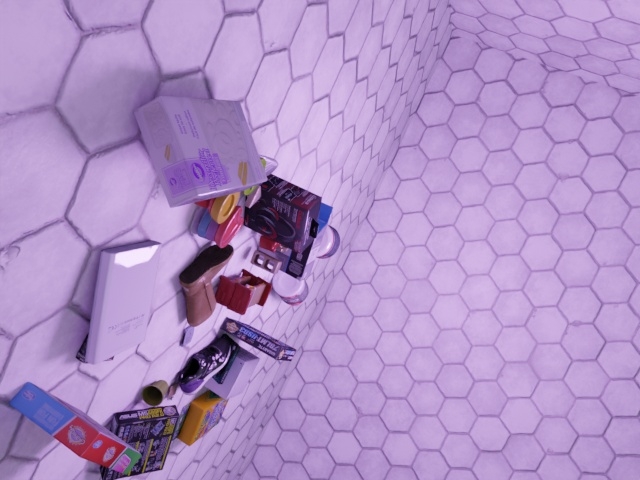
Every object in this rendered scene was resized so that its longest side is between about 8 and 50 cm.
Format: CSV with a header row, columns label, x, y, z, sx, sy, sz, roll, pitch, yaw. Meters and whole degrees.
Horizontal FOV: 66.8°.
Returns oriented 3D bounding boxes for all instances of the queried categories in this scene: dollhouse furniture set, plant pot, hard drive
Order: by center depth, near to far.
label,x,y,z,sx,sy,sz,roll,pitch,yaw
hard drive,-0.533,0.161,1.322,0.203,0.040,0.307,-21,126,-69
plant pot,-0.597,0.551,1.776,0.079,0.084,0.083,-48,161,-77
dollhouse furniture set,-0.266,0.095,1.955,0.373,0.152,0.201,-67,164,9

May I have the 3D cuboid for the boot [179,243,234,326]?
label,x,y,z,sx,sy,sz,roll,pitch,yaw
boot,-0.404,0.159,1.749,0.236,0.089,0.269,-38,152,-31

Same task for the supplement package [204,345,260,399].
label,x,y,z,sx,sy,sz,roll,pitch,yaw
supplement package,-0.420,0.614,2.288,0.194,0.149,0.203,-63,164,-2

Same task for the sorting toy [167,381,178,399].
label,x,y,z,sx,sy,sz,roll,pitch,yaw
sorting toy,-0.603,0.618,1.964,0.062,0.012,0.083,-25,135,-73

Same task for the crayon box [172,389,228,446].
label,x,y,z,sx,sy,sz,roll,pitch,yaw
crayon box,-0.561,0.833,2.314,0.202,0.083,0.323,-67,164,11

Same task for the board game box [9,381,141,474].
label,x,y,z,sx,sy,sz,roll,pitch,yaw
board game box,-0.629,0.500,1.273,0.064,0.242,0.316,-55,161,-27

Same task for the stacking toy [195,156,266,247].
label,x,y,z,sx,sy,sz,roll,pitch,yaw
stacking toy,-0.304,-0.146,1.548,0.279,0.131,0.309,-59,175,-30

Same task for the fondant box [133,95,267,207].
label,x,y,z,sx,sy,sz,roll,pitch,yaw
fondant box,-0.287,-0.232,1.236,0.330,0.096,0.238,-29,101,-63

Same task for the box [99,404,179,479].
label,x,y,z,sx,sy,sz,roll,pitch,yaw
box,-0.640,0.717,1.719,0.217,0.060,0.269,5,115,-38

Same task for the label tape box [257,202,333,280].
label,x,y,z,sx,sy,sz,roll,pitch,yaw
label tape box,-0.117,-0.030,2.072,0.106,0.241,0.333,-30,142,-61

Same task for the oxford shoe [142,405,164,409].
label,x,y,z,sx,sy,sz,roll,pitch,yaw
oxford shoe,-0.678,0.723,1.805,0.099,0.097,0.271,21,104,-41

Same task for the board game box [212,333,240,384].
label,x,y,z,sx,sy,sz,roll,pitch,yaw
board game box,-0.434,0.525,2.156,0.026,0.126,0.186,27,90,-45

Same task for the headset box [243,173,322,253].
label,x,y,z,sx,sy,sz,roll,pitch,yaw
headset box,-0.132,-0.100,1.808,0.110,0.294,0.218,-48,159,-45

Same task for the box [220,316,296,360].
label,x,y,z,sx,sy,sz,roll,pitch,yaw
box,-0.278,0.459,2.231,0.073,0.296,0.293,-64,165,-9

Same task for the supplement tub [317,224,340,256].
label,x,y,z,sx,sy,sz,roll,pitch,yaw
supplement tub,0.000,0.000,2.581,0.191,0.191,0.272,-64,164,2

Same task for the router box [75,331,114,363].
label,x,y,z,sx,sy,sz,roll,pitch,yaw
router box,-0.613,0.292,1.362,0.092,0.038,0.122,-64,164,-3

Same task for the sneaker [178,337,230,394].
label,x,y,z,sx,sy,sz,roll,pitch,yaw
sneaker,-0.478,0.505,2.027,0.283,0.107,0.124,-52,154,-37

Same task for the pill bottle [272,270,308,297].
label,x,y,z,sx,sy,sz,roll,pitch,yaw
pill bottle,-0.149,0.252,2.561,0.161,0.161,0.283,-59,164,-15

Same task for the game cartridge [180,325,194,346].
label,x,y,z,sx,sy,sz,roll,pitch,yaw
game cartridge,-0.508,0.363,1.858,0.056,0.017,0.083,-28,142,-59

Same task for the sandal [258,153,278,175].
label,x,y,z,sx,sy,sz,roll,pitch,yaw
sandal,-0.243,-0.267,1.584,0.102,0.076,0.265,-45,158,19
